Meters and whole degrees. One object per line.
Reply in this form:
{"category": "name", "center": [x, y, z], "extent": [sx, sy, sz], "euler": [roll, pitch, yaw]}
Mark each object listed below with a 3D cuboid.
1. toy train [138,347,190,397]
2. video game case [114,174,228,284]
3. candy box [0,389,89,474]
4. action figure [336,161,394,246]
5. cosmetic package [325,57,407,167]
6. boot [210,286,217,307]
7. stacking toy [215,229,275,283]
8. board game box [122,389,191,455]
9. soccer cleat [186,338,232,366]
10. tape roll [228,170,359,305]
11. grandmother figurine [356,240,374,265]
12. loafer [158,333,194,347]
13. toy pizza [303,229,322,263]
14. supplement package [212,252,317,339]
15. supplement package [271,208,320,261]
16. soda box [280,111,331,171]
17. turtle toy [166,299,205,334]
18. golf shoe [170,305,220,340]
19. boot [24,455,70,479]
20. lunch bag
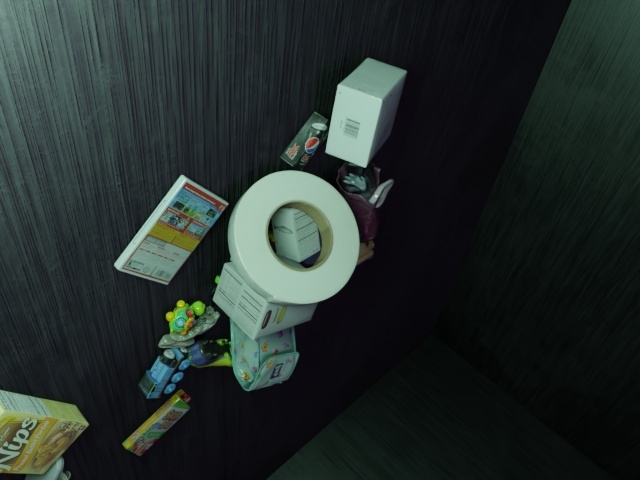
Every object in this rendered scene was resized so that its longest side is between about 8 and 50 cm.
{"category": "toy train", "center": [-0.491, 0.416, 1.813], "extent": [0.105, 0.080, 0.184], "euler": [16, 110, -55]}
{"category": "video game case", "center": [-0.383, -0.020, 1.500], "extent": [0.285, 0.025, 0.204], "euler": [-52, 153, 2]}
{"category": "candy box", "center": [-0.770, 0.494, 1.460], "extent": [0.183, 0.087, 0.316], "euler": [-48, 153, -7]}
{"category": "action figure", "center": [0.161, -0.112, 1.989], "extent": [0.248, 0.275, 0.370], "euler": [-41, 138, -32]}
{"category": "cosmetic package", "center": [0.135, -0.376, 1.677], "extent": [0.225, 0.138, 0.224], "euler": [-55, 163, -46]}
{"category": "boot", "center": [-0.311, 0.193, 1.853], "extent": [0.099, 0.045, 0.121], "euler": [-20, 132, -50]}
{"category": "stacking toy", "center": [-0.229, 0.051, 1.807], "extent": [0.221, 0.052, 0.167], "euler": [-7, 128, -52]}
{"category": "board game box", "center": [-0.566, 0.643, 2.024], "extent": [0.259, 0.039, 0.124], "euler": [-45, 153, -18]}
{"category": "soccer cleat", "center": [-0.380, 0.395, 1.978], "extent": [0.121, 0.093, 0.289], "euler": [-23, 160, 10]}
{"category": "tape roll", "center": [-0.071, -0.006, 1.636], "extent": [0.392, 0.392, 0.072], "euler": [-35, -177, -29]}
{"category": "grandmother figurine", "center": [0.080, 0.109, 2.301], "extent": [0.342, 0.104, 0.208], "euler": [-38, 142, -30]}
{"category": "loafer", "center": [-0.453, 0.317, 1.795], "extent": [0.039, 0.045, 0.125], "euler": [-43, 150, 21]}
{"category": "toy pizza", "center": [0.000, 0.000, 2.112], "extent": [0.201, 0.032, 0.201], "euler": [-39, 151, -26]}
{"category": "supplement package", "center": [-0.156, 0.162, 1.768], "extent": [0.261, 0.204, 0.145], "euler": [-12, 132, -49]}
{"category": "supplement package", "center": [-0.079, -0.040, 1.792], "extent": [0.105, 0.105, 0.179], "euler": [-30, 123, -39]}
{"category": "soda box", "center": [-0.038, -0.287, 1.668], "extent": [0.169, 0.060, 0.053], "euler": [-53, 153, 1]}
{"category": "turtle toy", "center": [-0.403, 0.229, 1.722], "extent": [0.130, 0.066, 0.095], "euler": [-51, 156, -34]}
{"category": "golf shoe", "center": [-0.396, 0.282, 1.810], "extent": [0.176, 0.069, 0.086], "euler": [-25, 149, -40]}
{"category": "boot", "center": [-0.794, 0.698, 1.690], "extent": [0.258, 0.095, 0.123], "euler": [-52, 160, 20]}
{"category": "lunch bag", "center": [-0.195, 0.387, 2.030], "extent": [0.223, 0.160, 0.262], "euler": [0, 82, -56]}
